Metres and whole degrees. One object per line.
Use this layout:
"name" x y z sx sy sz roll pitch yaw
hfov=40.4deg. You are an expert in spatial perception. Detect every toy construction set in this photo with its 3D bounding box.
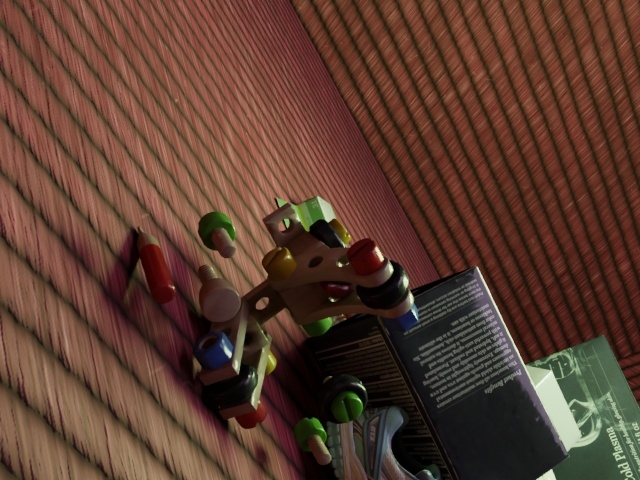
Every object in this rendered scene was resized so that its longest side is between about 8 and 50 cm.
"toy construction set" -0.072 0.051 0.995 0.309 0.257 0.237 31 11 -31

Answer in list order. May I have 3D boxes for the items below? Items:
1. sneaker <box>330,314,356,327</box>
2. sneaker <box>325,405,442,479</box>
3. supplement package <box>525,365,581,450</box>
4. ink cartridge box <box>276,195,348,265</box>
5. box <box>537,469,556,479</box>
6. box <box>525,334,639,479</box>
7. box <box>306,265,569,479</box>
"sneaker" 0.045 0.144 1.513 0.083 0.084 0.215 71 6 -55
"sneaker" 0.104 0.345 1.105 0.283 0.122 0.110 69 13 10
"supplement package" 0.423 0.419 2.042 0.262 0.199 0.198 4 -54 58
"ink cartridge box" 0.000 0.000 1.656 0.235 0.056 0.171 27 41 -75
"box" 0.417 0.602 1.843 0.067 0.063 0.324 -93 -167 -59
"box" 0.646 0.583 2.315 0.297 0.471 0.480 55 16 -39
"box" 0.158 0.224 1.272 0.294 0.182 0.296 65 -23 2
